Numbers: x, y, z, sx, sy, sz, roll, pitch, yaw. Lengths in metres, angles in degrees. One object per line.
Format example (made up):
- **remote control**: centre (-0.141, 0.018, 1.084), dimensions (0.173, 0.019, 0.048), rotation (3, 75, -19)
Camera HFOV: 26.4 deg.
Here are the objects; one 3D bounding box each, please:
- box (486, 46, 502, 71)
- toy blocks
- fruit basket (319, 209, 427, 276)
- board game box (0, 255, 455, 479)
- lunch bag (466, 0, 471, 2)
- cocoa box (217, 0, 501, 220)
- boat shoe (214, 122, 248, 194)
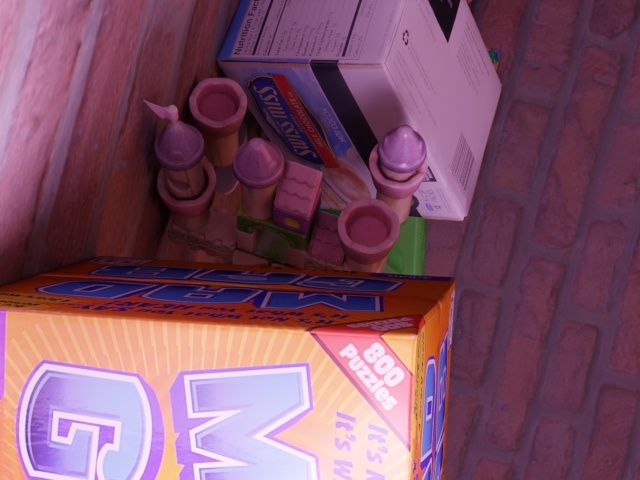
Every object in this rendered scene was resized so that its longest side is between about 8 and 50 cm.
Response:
- **box**: centre (0.165, -0.236, 2.549), dimensions (0.279, 0.290, 0.177), rotation (92, 14, -59)
- **toy blocks**: centre (-0.052, -0.023, 1.456), dimensions (0.260, 0.289, 0.309), rotation (94, 17, -65)
- **fruit basket**: centre (0.035, 0.004, 2.143), dimensions (0.392, 0.283, 0.392), rotation (-3, 90, -72)
- **board game box**: centre (-0.082, 0.214, 1.167), dimensions (0.356, 0.357, 0.356), rotation (-26, 119, -79)
- **lunch bag**: centre (0.189, -0.536, 2.289), dimensions (0.120, 0.258, 0.293), rotation (-68, 169, -46)
- **cocoa box**: centre (0.061, -0.213, 1.746), dimensions (0.347, 0.228, 0.231), rotation (55, 46, -52)
- **boat shoe**: centre (-0.114, -0.104, 1.771), dimensions (0.035, 0.035, 0.100), rotation (63, 35, -74)
